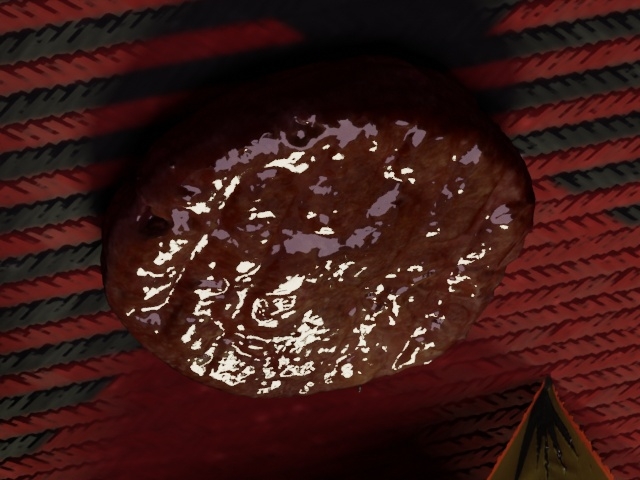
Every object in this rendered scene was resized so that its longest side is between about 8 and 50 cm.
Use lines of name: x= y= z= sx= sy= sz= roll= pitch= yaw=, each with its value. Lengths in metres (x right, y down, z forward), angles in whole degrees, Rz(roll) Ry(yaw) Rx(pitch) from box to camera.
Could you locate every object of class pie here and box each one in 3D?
pie: x=0.000 y=0.000 z=0.767 sx=0.182 sy=0.049 sz=0.182 roll=-9 pitch=137 yaw=-9

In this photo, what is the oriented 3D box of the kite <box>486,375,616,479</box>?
kite: x=0.111 y=0.230 z=0.925 sx=0.013 sy=0.327 sz=0.377 roll=1 pitch=-176 yaw=42
